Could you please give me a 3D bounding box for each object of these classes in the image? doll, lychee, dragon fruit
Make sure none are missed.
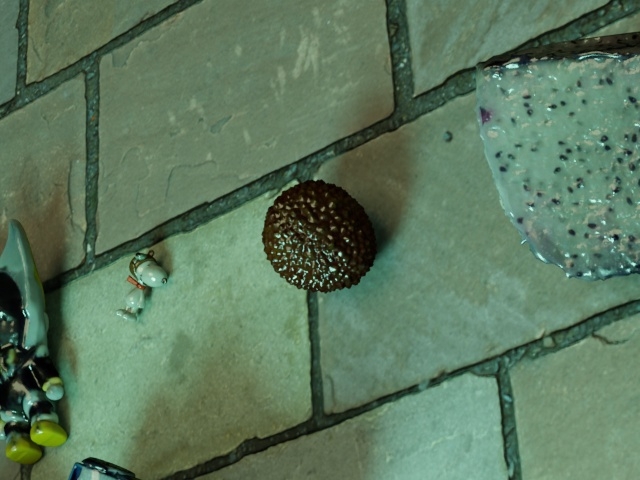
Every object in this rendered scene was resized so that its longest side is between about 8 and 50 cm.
[{"bbox_3d":[-0.223,0.056,2.066,0.085,0.040,0.058,-51,55,11],"label":"doll"},{"bbox_3d":[0.003,-0.002,1.824,0.129,0.123,0.123,14,80,38],"label":"lychee"},{"bbox_3d":[0.302,-0.085,1.546,0.283,0.204,0.221,-5,94,24],"label":"dragon fruit"},{"bbox_3d":[-0.396,0.126,2.143,0.145,0.103,0.316,-52,49,46],"label":"doll"}]

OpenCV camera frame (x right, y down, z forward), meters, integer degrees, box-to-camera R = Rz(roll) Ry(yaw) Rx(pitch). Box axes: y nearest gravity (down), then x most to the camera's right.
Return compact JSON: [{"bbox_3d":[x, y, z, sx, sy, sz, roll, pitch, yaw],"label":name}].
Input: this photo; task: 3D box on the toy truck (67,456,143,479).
[{"bbox_3d":[-0.157,0.336,1.766,0.367,0.175,0.146,16,83,46],"label":"toy truck"}]
